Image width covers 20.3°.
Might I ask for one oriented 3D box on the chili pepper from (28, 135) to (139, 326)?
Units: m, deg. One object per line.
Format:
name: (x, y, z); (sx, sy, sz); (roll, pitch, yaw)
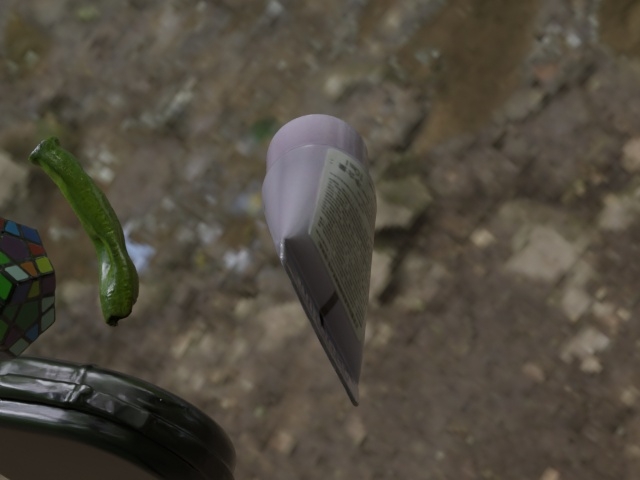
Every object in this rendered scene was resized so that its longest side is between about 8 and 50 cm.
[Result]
chili pepper: (-0.231, -0.014, 1.810); (0.052, 0.050, 0.201); (-28, 89, 42)

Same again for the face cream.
face cream: (0.000, 0.000, 1.454); (0.096, 0.154, 0.274); (-17, 30, 10)

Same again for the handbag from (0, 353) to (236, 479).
handbag: (-0.233, 0.205, 1.853); (0.308, 0.254, 0.093); (6, 59, 30)

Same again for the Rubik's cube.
Rubik's cube: (-0.289, 0.041, 1.526); (0.133, 0.133, 0.112); (-49, -1, 6)
